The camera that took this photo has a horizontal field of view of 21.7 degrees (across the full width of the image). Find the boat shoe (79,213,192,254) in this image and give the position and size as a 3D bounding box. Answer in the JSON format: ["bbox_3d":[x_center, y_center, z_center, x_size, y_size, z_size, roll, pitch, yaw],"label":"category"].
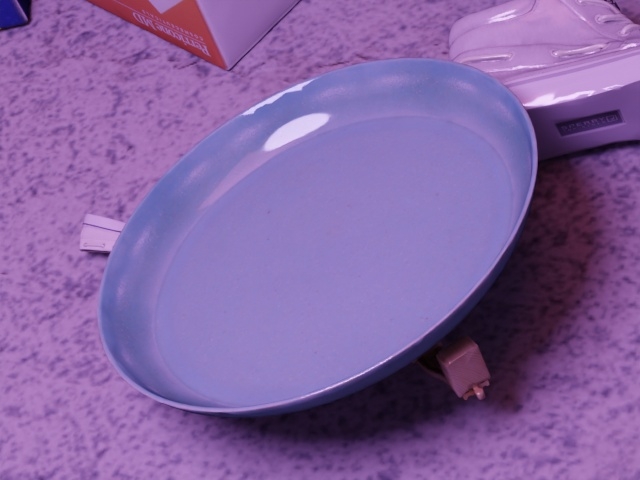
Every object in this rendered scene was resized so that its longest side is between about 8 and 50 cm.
[{"bbox_3d":[-0.135,0.007,1.231,0.100,0.035,0.035,14,85,24],"label":"boat shoe"}]

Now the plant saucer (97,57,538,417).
[{"bbox_3d":[0.000,0.000,1.109,0.317,0.044,0.318,-19,38,16],"label":"plant saucer"}]

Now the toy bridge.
[{"bbox_3d":[0.060,0.053,1.097,0.026,0.063,0.188,-32,37,-8],"label":"toy bridge"}]

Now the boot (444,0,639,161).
[{"bbox_3d":[0.210,-0.135,1.177,0.258,0.095,0.123,-9,57,14],"label":"boot"}]

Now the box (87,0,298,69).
[{"bbox_3d":[-0.141,-0.334,1.296,0.215,0.345,0.168,29,67,35],"label":"box"}]

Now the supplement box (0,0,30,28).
[{"bbox_3d":[-0.447,-0.283,1.464,0.356,0.195,0.194,-11,50,11],"label":"supplement box"}]
